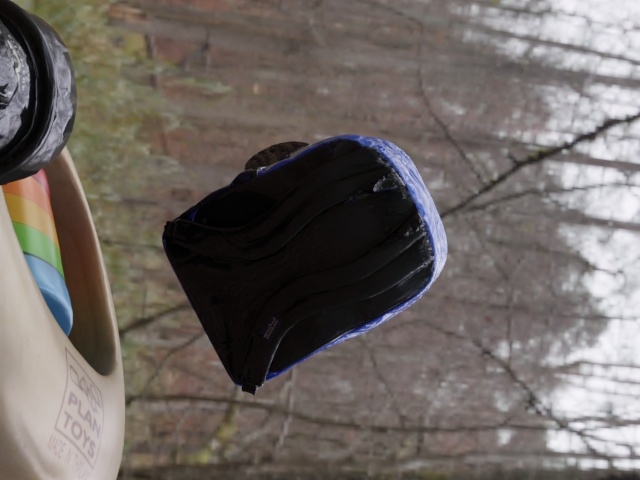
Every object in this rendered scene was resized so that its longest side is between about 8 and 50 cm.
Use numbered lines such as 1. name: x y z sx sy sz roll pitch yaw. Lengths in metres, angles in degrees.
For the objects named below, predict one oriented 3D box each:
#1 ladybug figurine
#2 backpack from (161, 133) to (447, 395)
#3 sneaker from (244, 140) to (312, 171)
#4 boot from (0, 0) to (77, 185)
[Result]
1. ladybug figurine: -0.262 0.021 0.769 0.305 0.162 0.449 68 0 -47
2. backpack: 0.000 0.000 0.529 0.098 0.120 0.101 60 17 -1
3. sneaker: 0.015 -0.006 1.285 0.281 0.106 0.162 33 -35 45
4. boot: -0.297 -0.056 0.453 0.260 0.348 0.131 -19 92 -83
